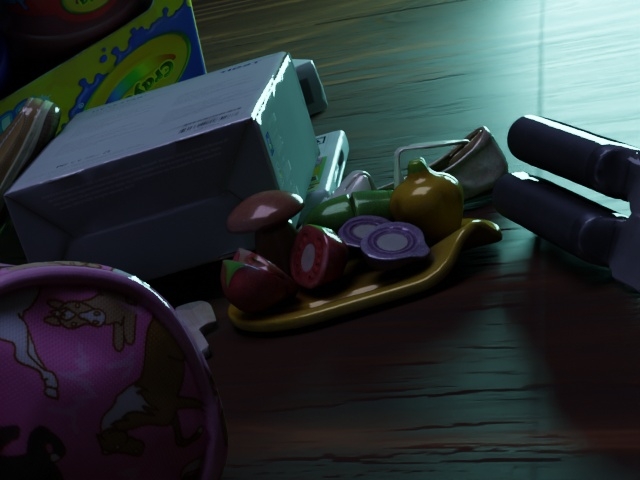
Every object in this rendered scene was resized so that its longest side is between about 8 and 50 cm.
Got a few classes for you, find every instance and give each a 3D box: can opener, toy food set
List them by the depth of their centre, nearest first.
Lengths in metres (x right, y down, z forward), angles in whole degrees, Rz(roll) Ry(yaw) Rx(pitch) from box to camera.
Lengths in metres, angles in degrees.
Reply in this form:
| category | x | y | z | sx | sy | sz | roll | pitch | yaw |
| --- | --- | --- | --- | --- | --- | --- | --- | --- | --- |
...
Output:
| category | x | y | z | sx | sy | sz | roll | pitch | yaw |
| --- | --- | --- | --- | --- | --- | --- | --- | --- | --- |
| can opener | 0.184 | -0.015 | 1.071 | 0.095 | 0.076 | 0.283 | 12 | 8 | -15 |
| toy food set | 0.000 | 0.000 | 1.184 | 0.217 | 0.071 | 0.128 | -17 | 15 | 4 |

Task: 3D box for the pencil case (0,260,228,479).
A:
| category | x | y | z | sx | sy | sz | roll | pitch | yaw |
| --- | --- | --- | --- | --- | --- | --- | --- | --- | --- |
| pencil case | -0.202 | 0.074 | 0.989 | 0.167 | 0.160 | 0.386 | -35 | 21 | -26 |

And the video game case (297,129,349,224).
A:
| category | x | y | z | sx | sy | sz | roll | pitch | yaw |
| --- | --- | --- | --- | --- | --- | --- | --- | --- | --- |
| video game case | -0.086 | -0.027 | 1.482 | 0.212 | 0.023 | 0.193 | -15 | 15 | 9 |

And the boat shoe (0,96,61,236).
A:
| category | x | y | z | sx | sy | sz | roll | pitch | yaw |
| --- | --- | --- | --- | --- | --- | --- | --- | --- | --- |
| boat shoe | -0.264 | -0.036 | 1.433 | 0.190 | 0.072 | 0.068 | -57 | 2 | 20 |

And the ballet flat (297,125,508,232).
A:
| category | x | y | z | sx | sy | sz | roll | pitch | yaw |
| --- | --- | --- | --- | --- | --- | --- | --- | --- | --- |
| ballet flat | 0.046 | -0.033 | 1.286 | 0.168 | 0.052 | 0.057 | -22 | 15 | -12 |

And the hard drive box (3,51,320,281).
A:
| category | x | y | z | sx | sy | sz | roll | pitch | yaw |
| --- | --- | --- | --- | --- | --- | --- | --- | --- | --- |
| hard drive box | -0.104 | -0.050 | 1.360 | 0.181 | 0.089 | 0.232 | -16 | 15 | 10 |

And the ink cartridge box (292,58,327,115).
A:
| category | x | y | z | sx | sy | sz | roll | pitch | yaw |
| --- | --- | --- | --- | --- | --- | --- | --- | --- | --- |
| ink cartridge box | -0.130 | -0.119 | 1.816 | 0.189 | 0.066 | 0.232 | -25 | 20 | -24 |

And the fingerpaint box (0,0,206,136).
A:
| category | x | y | z | sx | sy | sz | roll | pitch | yaw |
| --- | --- | --- | --- | --- | --- | --- | --- | --- | --- |
| fingerpaint box | -0.334 | -0.187 | 1.535 | 0.444 | 0.371 | 0.163 | -32 | 50 | -20 |
